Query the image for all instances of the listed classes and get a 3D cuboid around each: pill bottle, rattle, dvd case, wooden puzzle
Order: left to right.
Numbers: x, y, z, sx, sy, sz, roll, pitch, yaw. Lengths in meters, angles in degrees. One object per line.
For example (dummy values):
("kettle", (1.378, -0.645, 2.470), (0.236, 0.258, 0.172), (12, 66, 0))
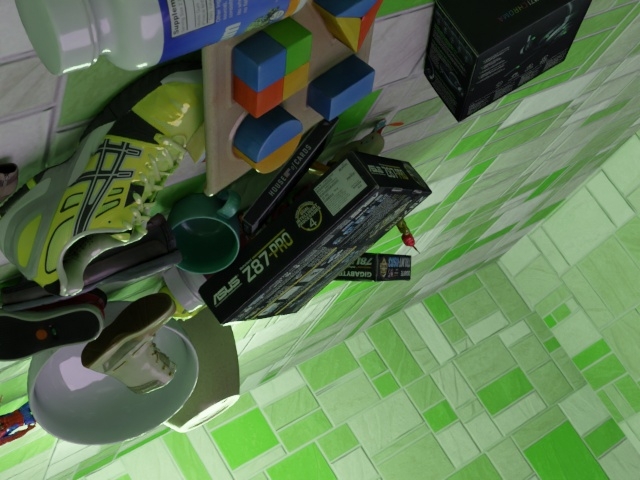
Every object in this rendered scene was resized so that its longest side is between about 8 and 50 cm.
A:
("pill bottle", (-0.157, -0.259, 0.925), (0.272, 0.152, 0.152), (-26, 164, -24))
("pill bottle", (-0.197, 0.043, 1.864), (0.221, 0.121, 0.121), (-35, 165, 4))
("dvd case", (-0.056, -0.112, 1.635), (0.238, 0.030, 0.179), (-52, 180, -7))
("wooden puzzle", (-0.021, -0.226, 1.267), (0.322, 0.080, 0.347), (-38, 160, -28))
("rattle", (0.052, -0.194, 1.812), (0.199, 0.143, 0.130), (-50, -164, 6))

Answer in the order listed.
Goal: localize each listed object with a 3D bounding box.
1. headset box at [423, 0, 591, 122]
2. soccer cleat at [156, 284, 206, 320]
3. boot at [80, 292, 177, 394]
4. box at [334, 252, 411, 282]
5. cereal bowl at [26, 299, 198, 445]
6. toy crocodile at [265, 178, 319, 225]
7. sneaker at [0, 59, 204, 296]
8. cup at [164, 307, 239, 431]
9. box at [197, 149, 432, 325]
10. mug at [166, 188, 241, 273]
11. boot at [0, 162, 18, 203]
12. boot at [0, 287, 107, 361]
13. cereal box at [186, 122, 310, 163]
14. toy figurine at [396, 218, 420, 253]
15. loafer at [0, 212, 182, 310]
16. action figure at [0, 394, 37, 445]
("headset box", (0.322, -0.369, 1.617), (0.246, 0.131, 0.283), (-31, 165, -6))
("soccer cleat", (-0.248, 0.097, 2.010), (0.121, 0.093, 0.289), (-52, 160, 27))
("boot", (-0.323, 0.200, 1.756), (0.213, 0.077, 0.165), (-38, 133, 10))
("box", (0.035, 0.057, 2.149), (0.294, 0.073, 0.295), (4, -179, 20))
("cereal bowl", (-0.429, 0.251, 1.886), (0.339, 0.141, 0.338), (-15, 131, -18))
("toy crocodile", (-0.058, -0.038, 1.955), (0.341, 0.105, 0.115), (-39, -155, 18))
("sneaker", (-0.261, -0.081, 1.257), (0.385, 0.147, 0.145), (-44, 162, 7))
("cup", (-0.330, 0.324, 2.260), (0.331, 0.237, 0.331), (-30, 165, -9))
("box", (0.000, 0.000, 1.742), (0.395, 0.097, 0.318), (-42, 163, 19))
("mug", (-0.195, -0.024, 1.632), (0.158, 0.097, 0.129), (-18, 127, 9))
("boot", (-0.443, -0.064, 1.179), (0.118, 0.042, 0.087), (-23, 159, -48))
("boot", (-0.499, 0.136, 1.621), (0.245, 0.088, 0.176), (-7, -165, -9))
("cereal box", (-0.082, -0.207, 1.454), (0.240, 0.047, 0.173), (-18, 159, -44))
("toy figurine", (0.075, -0.029, 2.100), (0.217, 0.191, 0.362), (-29, 164, 5))
("loafer", (-0.387, 0.035, 1.540), (0.303, 0.095, 0.109), (-16, -173, -8))
("action figure", (-0.641, 0.376, 2.065), (0.280, 0.091, 0.139), (-23, 168, -38))
